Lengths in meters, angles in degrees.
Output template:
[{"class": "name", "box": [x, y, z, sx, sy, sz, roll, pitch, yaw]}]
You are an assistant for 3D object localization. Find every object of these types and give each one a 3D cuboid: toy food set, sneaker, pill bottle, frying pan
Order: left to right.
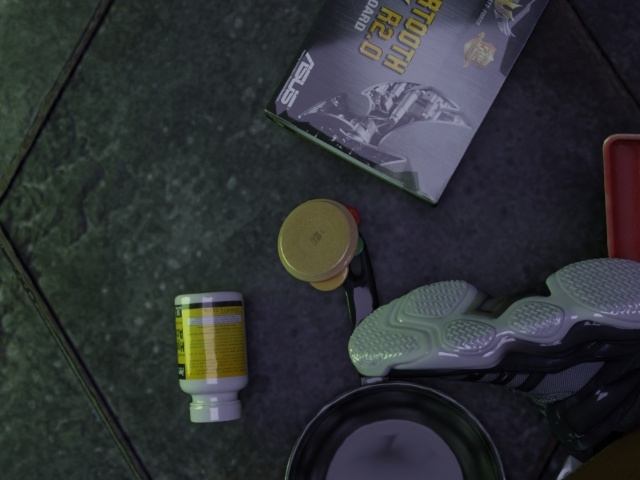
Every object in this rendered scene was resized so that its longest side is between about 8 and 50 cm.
[{"class": "pill bottle", "box": [-0.099, 0.106, 0.990, 0.065, 0.065, 0.116, -5, 85, 4]}, {"class": "toy food set", "box": [0.000, 0.000, 0.999, 0.083, 0.020, 0.082, 27, 86, 27]}, {"class": "frying pan", "box": [0.033, 0.173, 0.982, 0.197, 0.053, 0.326, -31, 75, -4]}, {"class": "sneaker", "box": [0.167, 0.113, 0.930, 0.268, 0.101, 0.153, -12, 120, 12]}]

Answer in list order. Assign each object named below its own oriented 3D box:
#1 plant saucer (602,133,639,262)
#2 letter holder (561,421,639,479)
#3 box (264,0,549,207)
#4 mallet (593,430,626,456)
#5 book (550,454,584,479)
[{"class": "plant saucer", "box": [0.373, 0.020, 0.888, 0.259, 0.048, 0.258, 3, 122, 25]}, {"class": "letter holder", "box": [0.268, 0.235, 0.801, 0.302, 0.214, 0.152, -32, 84, -16]}, {"class": "box", "box": [0.082, -0.172, 0.999, 0.183, 0.056, 0.231, 30, 89, 6]}, {"class": "mallet", "box": [0.340, 0.187, 0.972, 0.190, 0.062, 0.039, -3, 88, -11]}, {"class": "book", "box": [0.261, 0.273, 0.972, 0.144, 0.035, 0.096, 32, 85, 7]}]
